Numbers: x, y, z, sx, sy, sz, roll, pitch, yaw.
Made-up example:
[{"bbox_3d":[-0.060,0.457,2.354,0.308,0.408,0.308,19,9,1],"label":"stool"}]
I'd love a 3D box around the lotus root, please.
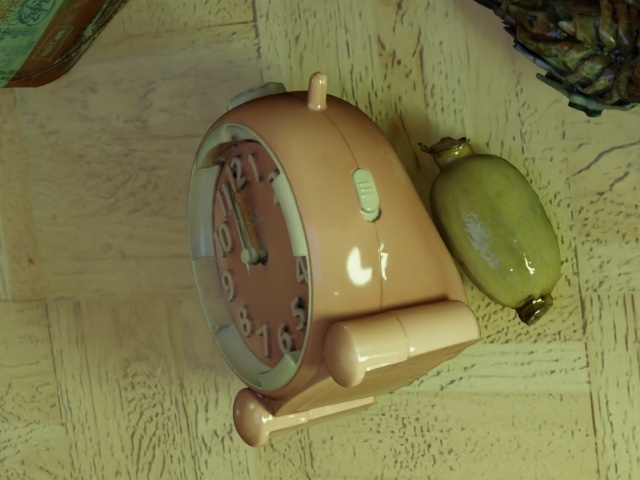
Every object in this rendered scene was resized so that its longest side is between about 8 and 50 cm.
[{"bbox_3d":[0.120,-0.013,1.330,0.073,0.062,0.150,-29,84,-6],"label":"lotus root"}]

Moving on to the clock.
[{"bbox_3d":[0.000,0.000,1.366,0.227,0.142,0.241,-41,66,59],"label":"clock"}]

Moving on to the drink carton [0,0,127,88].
[{"bbox_3d":[-0.259,-0.245,1.466,0.185,0.191,0.190,-40,71,34],"label":"drink carton"}]

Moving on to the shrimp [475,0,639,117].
[{"bbox_3d":[0.173,-0.134,1.269,0.233,0.079,0.090,26,108,32],"label":"shrimp"}]
